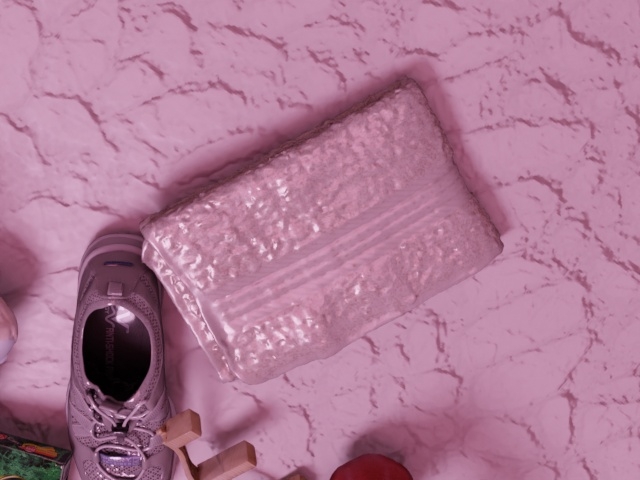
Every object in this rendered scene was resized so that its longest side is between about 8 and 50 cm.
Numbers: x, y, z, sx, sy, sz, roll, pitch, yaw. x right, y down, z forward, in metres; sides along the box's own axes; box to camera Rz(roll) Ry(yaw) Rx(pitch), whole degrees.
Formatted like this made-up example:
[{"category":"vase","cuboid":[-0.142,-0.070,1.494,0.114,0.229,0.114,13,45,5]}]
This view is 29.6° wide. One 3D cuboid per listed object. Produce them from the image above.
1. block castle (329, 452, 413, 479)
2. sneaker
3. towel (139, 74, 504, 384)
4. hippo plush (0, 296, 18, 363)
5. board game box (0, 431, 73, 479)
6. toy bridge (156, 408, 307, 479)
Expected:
[{"category":"block castle","cuboid":[-0.013,0.449,1.159,0.453,0.213,0.303,-42,103,11]},{"category":"sneaker","cuboid":[-0.187,0.141,1.079,0.105,0.115,0.281,-3,111,-1]},{"category":"towel","cuboid":[0.000,0.000,1.053,0.282,0.049,0.187,-29,111,3]},{"category":"hippo plush","cuboid":[-0.414,0.089,0.968,0.294,0.236,0.234,2,99,5]},{"category":"board game box","cuboid":[-0.368,0.224,1.130,0.260,0.030,0.136,15,108,4]},{"category":"toy bridge","cuboid":[-0.088,0.209,1.117,0.063,0.026,0.188,-30,136,21]}]
